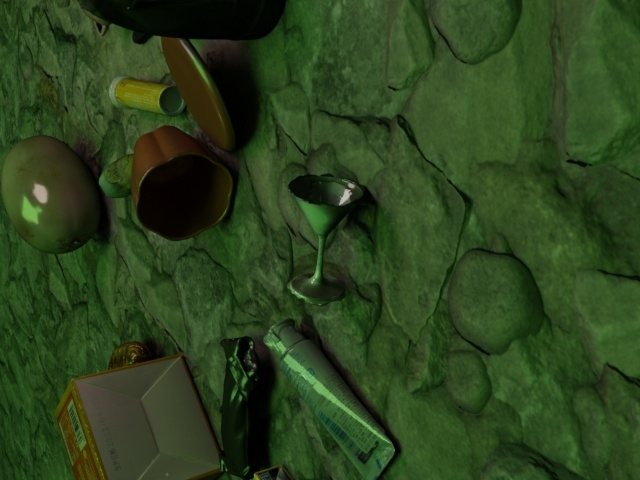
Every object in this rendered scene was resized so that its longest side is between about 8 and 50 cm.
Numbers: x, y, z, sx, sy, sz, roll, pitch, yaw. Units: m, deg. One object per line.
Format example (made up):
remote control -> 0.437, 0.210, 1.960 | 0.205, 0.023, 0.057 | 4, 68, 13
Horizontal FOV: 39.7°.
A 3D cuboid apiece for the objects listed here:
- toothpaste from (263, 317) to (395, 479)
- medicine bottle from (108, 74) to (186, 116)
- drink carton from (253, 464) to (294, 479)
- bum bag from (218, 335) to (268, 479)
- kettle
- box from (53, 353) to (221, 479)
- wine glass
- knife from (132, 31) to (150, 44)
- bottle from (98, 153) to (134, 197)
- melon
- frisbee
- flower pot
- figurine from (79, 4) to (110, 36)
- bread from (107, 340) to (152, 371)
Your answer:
toothpaste -> 0.015, 0.257, 1.455 | 0.299, 0.073, 0.114 | 50, 135, 26
medicine bottle -> -0.358, -0.298, 1.832 | 0.218, 0.074, 0.073 | 19, 114, 50
drink carton -> -0.107, 0.519, 1.670 | 0.074, 0.084, 0.200 | 43, 127, 36
bum bag -> -0.147, 0.325, 1.689 | 0.142, 0.080, 0.326 | 42, 134, 51
kettle -> -0.267, -0.459, 1.438 | 0.321, 0.324, 0.228 | 49, 135, 36
box -> -0.393, 0.433, 1.900 | 0.214, 0.260, 0.283 | -49, 58, 47
wine glass -> 0.000, 0.000, 1.364 | 0.122, 0.122, 0.182 | 36, 128, 45
knife -> -0.326, -0.469, 1.795 | 0.245, 0.019, 0.072 | -20, 78, 52
bottle -> -0.397, -0.152, 1.913 | 0.270, 0.083, 0.083 | -18, 83, 53
melon -> -0.663, -0.110, 2.178 | 0.316, 0.223, 0.223 | 61, 141, 20
frisbee -> -0.221, -0.269, 1.596 | 0.250, 0.021, 0.250 | 53, 165, 21
flower pot -> -0.274, -0.124, 1.683 | 0.173, 0.191, 0.190 | -120, 38, -48
figurine -> -0.456, -0.516, 1.872 | 0.125, 0.125, 0.138 | -19, 95, 55
bread -> -0.442, 0.292, 2.093 | 0.233, 0.076, 0.104 | 150, 119, -61
